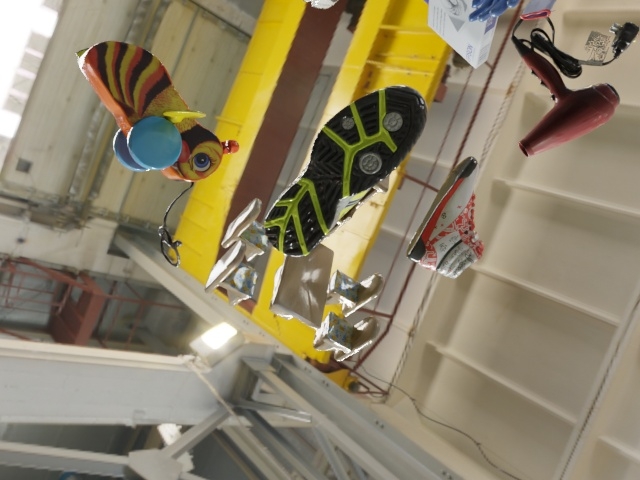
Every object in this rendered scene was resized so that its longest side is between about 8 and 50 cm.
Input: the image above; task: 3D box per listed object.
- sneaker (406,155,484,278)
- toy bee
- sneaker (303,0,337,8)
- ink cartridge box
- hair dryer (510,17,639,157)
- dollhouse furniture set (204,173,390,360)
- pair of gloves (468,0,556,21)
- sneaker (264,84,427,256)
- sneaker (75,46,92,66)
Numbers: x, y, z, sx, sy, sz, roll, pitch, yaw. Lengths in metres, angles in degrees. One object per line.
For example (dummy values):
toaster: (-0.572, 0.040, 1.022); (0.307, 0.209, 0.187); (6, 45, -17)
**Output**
sneaker: (0.319, -0.044, 1.277); (0.270, 0.145, 0.090); (-61, -175, 14)
toy bee: (-0.210, -0.144, 0.812); (0.195, 0.162, 0.298); (31, -40, 41)
sneaker: (0.050, -0.457, 0.803); (0.118, 0.107, 0.278); (-19, -129, 60)
ink cartridge box: (0.276, -0.500, 1.195); (0.045, 0.223, 0.224); (-40, -106, -2)
hair dryer: (0.458, -0.291, 1.092); (0.224, 0.080, 0.293); (17, -97, 26)
dollhouse furniture set: (0.000, 0.000, 1.284); (0.256, 0.362, 0.394); (-41, -154, 40)
pair of gloves: (0.306, -0.375, 0.805); (0.159, 0.023, 0.198); (-54, -148, -6)
sneaker: (0.039, -0.138, 1.042); (0.385, 0.145, 0.147); (-43, -173, 26)
sneaker: (-0.485, -0.406, 1.333); (0.069, 0.209, 0.082); (-15, -78, 22)
